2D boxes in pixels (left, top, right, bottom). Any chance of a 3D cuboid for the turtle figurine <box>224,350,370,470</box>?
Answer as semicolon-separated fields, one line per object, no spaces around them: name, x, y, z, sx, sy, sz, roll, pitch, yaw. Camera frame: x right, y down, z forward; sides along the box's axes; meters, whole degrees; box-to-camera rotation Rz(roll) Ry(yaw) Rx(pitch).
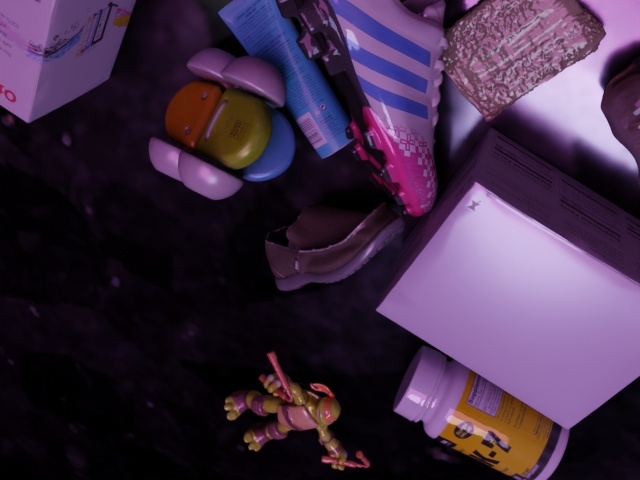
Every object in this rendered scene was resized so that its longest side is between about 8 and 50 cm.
turtle figurine;-0.049;0.263;1.004;0.217;0.087;0.269;-17;122;38

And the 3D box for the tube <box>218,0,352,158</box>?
tube;-0.033;-0.193;0.731;0.080;0.052;0.207;-28;102;30

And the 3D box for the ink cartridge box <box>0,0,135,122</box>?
ink cartridge box;-0.317;-0.290;0.703;0.171;0.168;0.232;35;127;-2

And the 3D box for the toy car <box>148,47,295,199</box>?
toy car;-0.100;-0.125;0.741;0.136;0.159;0.182;27;-179;-43

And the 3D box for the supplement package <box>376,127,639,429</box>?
supplement package;0.234;0.045;0.713;0.262;0.145;0.204;32;127;0

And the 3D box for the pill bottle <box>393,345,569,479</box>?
pill bottle;0.212;0.231;0.858;0.208;0.119;0.119;25;127;6

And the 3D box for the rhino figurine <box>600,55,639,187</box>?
rhino figurine;0.364;-0.081;0.625;0.106;0.073;0.243;-26;110;29

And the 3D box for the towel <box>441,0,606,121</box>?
towel;0.195;-0.200;0.645;0.148;0.027;0.110;-34;103;36

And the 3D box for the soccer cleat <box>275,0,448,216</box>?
soccer cleat;0.085;-0.158;0.648;0.143;0.116;0.331;-35;134;-2

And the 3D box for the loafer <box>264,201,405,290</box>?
loafer;0.000;0.000;0.784;0.251;0.094;0.087;-23;101;52
